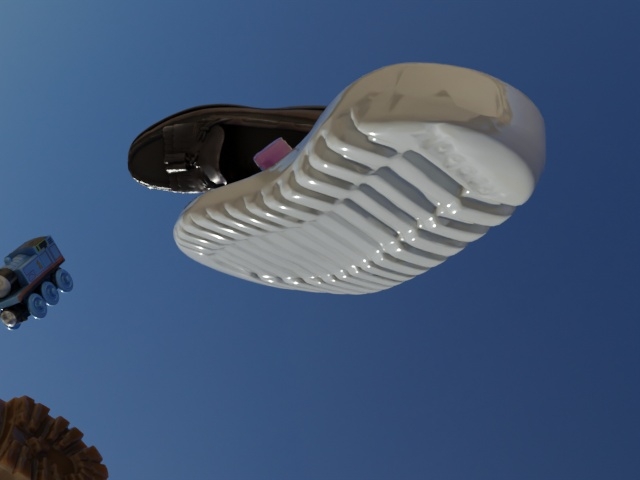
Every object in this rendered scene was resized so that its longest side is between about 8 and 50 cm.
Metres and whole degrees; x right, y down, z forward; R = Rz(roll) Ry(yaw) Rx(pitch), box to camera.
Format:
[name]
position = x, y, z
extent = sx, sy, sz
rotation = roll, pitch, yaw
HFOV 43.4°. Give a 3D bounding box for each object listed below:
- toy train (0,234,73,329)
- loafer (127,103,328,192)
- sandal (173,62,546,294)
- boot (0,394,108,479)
[toy train]
position = -0.472, 0.067, 1.292
extent = 0.080, 0.105, 0.184
rotation = -22, -164, 16
[loafer]
position = -0.102, -0.116, 1.005
extent = 0.302, 0.109, 0.095
rotation = -7, -163, 4
[sandal]
position = 0.019, -0.039, 0.595
extent = 0.416, 0.169, 0.102
rotation = -21, -132, 59
[boot]
position = -0.171, 0.080, 0.313
extent = 0.084, 0.158, 0.059
rotation = -43, -164, 12
